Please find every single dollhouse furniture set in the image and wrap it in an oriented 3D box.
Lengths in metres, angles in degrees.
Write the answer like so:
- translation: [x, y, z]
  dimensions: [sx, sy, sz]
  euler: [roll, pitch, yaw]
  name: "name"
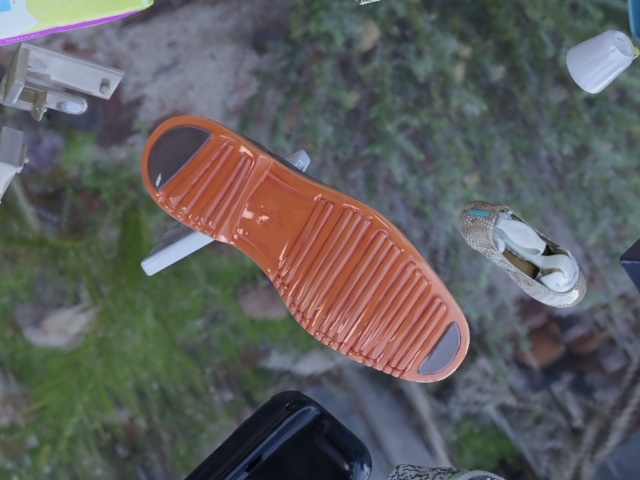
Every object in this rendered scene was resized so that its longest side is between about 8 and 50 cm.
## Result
- translation: [-0.317, -0.117, 1.770]
  dimensions: [0.123, 0.151, 0.144]
  euler: [15, 147, -21]
  name: "dollhouse furniture set"

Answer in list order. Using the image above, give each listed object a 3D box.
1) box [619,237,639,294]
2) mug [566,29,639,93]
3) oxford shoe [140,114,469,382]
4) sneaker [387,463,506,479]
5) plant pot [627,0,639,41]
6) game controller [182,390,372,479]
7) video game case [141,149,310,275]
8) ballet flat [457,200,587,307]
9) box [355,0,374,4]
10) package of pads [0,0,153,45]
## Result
- translation: [0.704, 0.066, 1.850]
  dimensions: [0.480, 0.472, 0.297]
  euler: [-40, -161, -23]
  name: "box"
- translation: [0.334, -0.218, 1.781]
  dimensions: [0.064, 0.062, 0.078]
  euler: [-35, -168, 46]
  name: "mug"
- translation: [0.000, 0.000, 1.465]
  dimensions: [0.130, 0.363, 0.133]
  euler: [-53, 167, 10]
  name: "oxford shoe"
- translation: [0.231, 0.394, 2.195]
  dimensions: [0.158, 0.182, 0.410]
  euler: [-59, 141, -7]
  name: "sneaker"
- translation: [0.385, -0.255, 1.215]
  dimensions: [0.234, 0.165, 0.166]
  euler: [-17, 111, -20]
  name: "plant pot"
- translation: [-0.089, 0.325, 1.839]
  dimensions: [0.319, 0.166, 0.067]
  euler: [-43, 160, -17]
  name: "game controller"
- translation: [-0.107, -0.035, 1.754]
  dimensions: [0.190, 0.022, 0.173]
  euler: [-29, -170, 14]
  name: "video game case"
- translation: [0.248, 0.020, 1.767]
  dimensions: [0.206, 0.073, 0.067]
  euler: [29, 163, -27]
  name: "ballet flat"
- translation: [0.033, -0.365, 1.957]
  dimensions: [0.059, 0.169, 0.054]
  euler: [-17, 129, -25]
  name: "box"
- translation: [-0.259, -0.295, 1.143]
  dimensions: [0.229, 0.297, 0.101]
  euler: [-18, -167, -28]
  name: "package of pads"
